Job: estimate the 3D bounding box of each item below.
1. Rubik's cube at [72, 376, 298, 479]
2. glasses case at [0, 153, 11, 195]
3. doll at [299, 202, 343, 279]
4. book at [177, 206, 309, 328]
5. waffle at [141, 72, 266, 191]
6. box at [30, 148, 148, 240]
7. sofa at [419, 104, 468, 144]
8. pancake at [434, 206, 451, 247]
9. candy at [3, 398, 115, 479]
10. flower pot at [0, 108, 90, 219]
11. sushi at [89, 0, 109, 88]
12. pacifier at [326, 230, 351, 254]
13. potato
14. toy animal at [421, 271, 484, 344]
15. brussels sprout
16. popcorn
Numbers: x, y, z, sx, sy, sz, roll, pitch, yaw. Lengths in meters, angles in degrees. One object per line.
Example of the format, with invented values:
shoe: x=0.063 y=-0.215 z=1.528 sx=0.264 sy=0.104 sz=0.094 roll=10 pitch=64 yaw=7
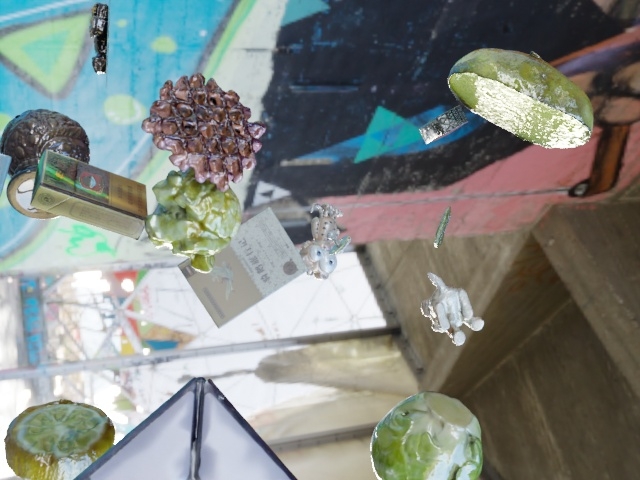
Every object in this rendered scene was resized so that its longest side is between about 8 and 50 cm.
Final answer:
Rubik's cube: x=-0.232 y=0.480 z=1.273 sx=0.310 sy=0.307 sz=0.305 roll=45 pitch=-31 yaw=14
glasses case: x=-0.887 y=-0.102 z=1.862 sx=0.056 sy=0.105 sz=0.266 roll=11 pitch=-94 yaw=41
doll: x=0.002 y=0.000 z=2.546 sx=0.119 sy=0.154 sz=0.278 roll=-7 pitch=-112 yaw=53
book: x=-0.215 y=0.077 z=2.003 sx=0.217 sy=0.310 sz=0.021 roll=58 pitch=-11 yaw=-7
waffle: x=-0.208 y=-0.208 z=1.312 sx=0.055 sy=0.221 sz=0.234 roll=-37 pitch=-158 yaw=47
box: x=-0.503 y=-0.099 z=1.559 sx=0.071 sy=0.240 sz=0.159 roll=-55 pitch=-148 yaw=26
sofa: x=0.242 y=-0.227 z=1.397 sx=0.039 sy=0.060 sz=0.118 roll=65 pitch=-9 yaw=-2
pancake: x=0.287 y=-0.028 z=1.666 sx=0.108 sy=0.017 sz=0.108 roll=-59 pitch=162 yaw=-32
candy: x=-0.633 y=0.487 z=1.723 sx=0.260 sy=0.259 sz=0.118 roll=-137 pitch=-127 yaw=-64
flower pot: x=-0.836 y=-0.219 z=2.144 sx=0.267 sy=0.266 sz=0.267 roll=104 pitch=-21 yaw=-43
sushi: x=-0.504 y=-0.487 z=1.616 sx=0.192 sy=0.043 sz=0.280 roll=-140 pitch=-126 yaw=-70
pacifier: x=0.044 y=0.001 z=1.893 sx=0.068 sy=0.083 sz=0.064 roll=-33 pitch=-76 yaw=38
potato: x=0.370 y=-0.272 z=1.276 sx=0.111 sy=0.271 sz=0.160 roll=-62 pitch=172 yaw=-9
toy animal: x=0.287 y=0.140 z=1.691 sx=0.184 sy=0.104 sz=0.185 roll=59 pitch=1 yaw=-7
brussels sprout: x=0.219 y=0.417 z=1.426 sx=0.244 sy=0.243 sz=0.244 roll=176 pitch=-90 yaw=-71
popcorn: x=-0.244 y=-0.042 z=1.357 sx=0.188 sy=0.185 sz=0.167 roll=-57 pitch=168 yaw=16
